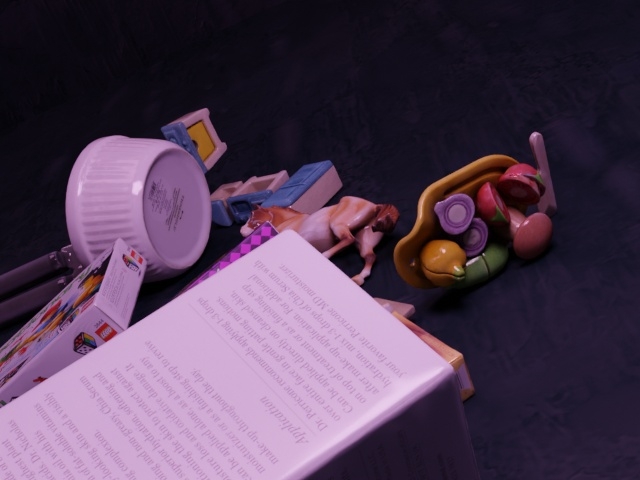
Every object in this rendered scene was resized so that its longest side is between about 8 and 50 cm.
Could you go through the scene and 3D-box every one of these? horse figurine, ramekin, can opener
[{"bbox_3d":[0.000,0.000,1.662,0.263,0.066,0.174,-15,28,34],"label":"horse figurine"},{"bbox_3d":[-0.234,-0.039,1.853,0.109,0.207,0.207,-2,29,29],"label":"ramekin"},{"bbox_3d":[-0.373,0.058,1.995,0.283,0.076,0.095,-23,-12,8],"label":"can opener"}]

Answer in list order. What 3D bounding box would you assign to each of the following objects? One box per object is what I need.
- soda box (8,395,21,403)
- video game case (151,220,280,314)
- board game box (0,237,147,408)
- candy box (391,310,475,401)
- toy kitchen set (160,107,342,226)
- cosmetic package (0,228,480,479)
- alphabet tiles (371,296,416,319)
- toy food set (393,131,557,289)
[{"bbox_3d":[-0.311,0.239,1.385,0.053,0.060,0.169,-9,44,38],"label":"soda box"},{"bbox_3d":[-0.165,0.089,1.569,0.232,0.042,0.210,-42,3,-36],"label":"video game case"},{"bbox_3d":[-0.328,0.143,1.582,0.305,0.053,0.193,-41,16,15],"label":"board game box"},{"bbox_3d":[0.032,0.149,1.243,0.186,0.053,0.109,-34,33,-18],"label":"candy box"},{"bbox_3d":[-0.109,-0.100,1.891,0.207,0.166,0.122,-10,25,38],"label":"toy kitchen set"},{"bbox_3d":[-0.127,0.209,1.055,0.453,0.162,0.230,-32,43,-17],"label":"cosmetic package"},{"bbox_3d":[-0.070,0.150,1.382,0.285,0.011,0.342,9,39,43],"label":"alphabet tiles"},{"bbox_3d":[0.180,-0.015,1.418,0.217,0.128,0.071,-29,40,-23],"label":"toy food set"}]
